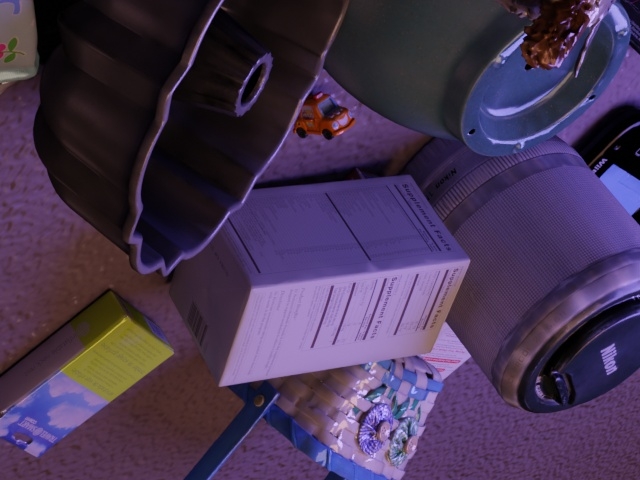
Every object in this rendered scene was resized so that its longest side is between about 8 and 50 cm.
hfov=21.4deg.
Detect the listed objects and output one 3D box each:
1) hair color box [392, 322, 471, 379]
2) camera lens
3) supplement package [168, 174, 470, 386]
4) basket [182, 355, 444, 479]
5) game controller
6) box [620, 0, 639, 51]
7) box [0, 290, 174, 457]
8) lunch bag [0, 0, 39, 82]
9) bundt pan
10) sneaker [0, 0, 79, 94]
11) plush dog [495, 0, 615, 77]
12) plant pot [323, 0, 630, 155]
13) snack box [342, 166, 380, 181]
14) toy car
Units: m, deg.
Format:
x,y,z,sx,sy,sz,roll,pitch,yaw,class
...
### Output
x,y,z,sx,sy,sz,roll,pitch,yaw,class
0.132,0.113,1.962,0.093,0.053,0.167,8,140,-36,hair color box
0.221,0.024,1.756,0.219,0.274,0.219,-25,148,-17,camera lens
-0.002,0.036,1.653,0.244,0.139,0.134,-6,135,-29,supplement package
-0.020,0.213,1.846,0.289,0.201,0.254,-51,148,6,basket
0.300,-0.021,1.977,0.319,0.067,0.166,-47,148,17,game controller
0.373,-0.229,1.669,0.142,0.163,0.247,-46,148,11,box
-0.244,0.135,1.674,0.178,0.042,0.109,-38,149,4,box
-0.320,-0.188,1.052,0.262,0.160,0.223,-13,147,-14,lunch bag
-0.101,-0.144,1.268,0.331,0.124,0.331,-57,168,-19,bundt pan
-0.272,-0.135,1.251,0.234,0.078,0.106,-36,147,-7,sneaker
0.120,-0.251,1.215,0.211,0.225,0.262,-58,166,-12,plush dog
0.141,-0.197,1.453,0.293,0.196,0.293,-25,148,-17,plant pot
0.000,0.000,1.751,0.178,0.022,0.064,-46,146,17,snack box
-0.030,-0.103,1.553,0.122,0.060,0.041,-27,117,-27,toy car
